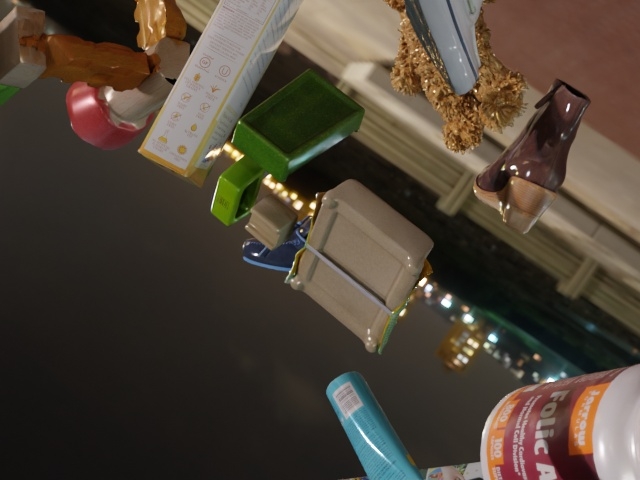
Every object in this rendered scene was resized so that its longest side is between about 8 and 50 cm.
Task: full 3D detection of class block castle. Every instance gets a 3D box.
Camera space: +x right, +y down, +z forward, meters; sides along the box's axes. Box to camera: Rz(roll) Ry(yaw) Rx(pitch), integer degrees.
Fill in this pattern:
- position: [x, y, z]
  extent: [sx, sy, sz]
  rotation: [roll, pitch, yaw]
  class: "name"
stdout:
- position: [-0.355, -0.257, 0.902]
  extent: [0.453, 0.303, 0.213]
  rotation: [2, 166, -41]
  class: "block castle"

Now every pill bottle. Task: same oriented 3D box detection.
- position: [0.404, 0.283, 1.305]
  extent: [0.224, 0.224, 0.392]
  rotation: [34, 155, -11]
  class: "pill bottle"

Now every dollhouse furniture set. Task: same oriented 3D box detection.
- position: [0.030, -0.036, 1.256]
  extent: [0.301, 0.151, 0.197]
  rotation: [40, 141, 15]
  class: "dollhouse furniture set"

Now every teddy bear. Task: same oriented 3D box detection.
- position: [0.174, -0.287, 1.385]
  extent: [0.113, 0.338, 0.245]
  rotation: [-15, -174, -27]
  class: "teddy bear"

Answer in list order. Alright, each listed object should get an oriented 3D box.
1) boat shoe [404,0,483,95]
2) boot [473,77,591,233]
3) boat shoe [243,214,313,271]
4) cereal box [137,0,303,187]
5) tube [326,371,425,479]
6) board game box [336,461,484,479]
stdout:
- position: [0.108, -0.211, 0.802]
  extent: [0.083, 0.076, 0.226]
  rotation: [63, -176, 38]
  class: "boat shoe"
- position: [0.309, -0.132, 1.410]
  extent: [0.090, 0.207, 0.248]
  rotation: [21, -165, -8]
  class: "boot"
- position: [0.000, 0.000, 1.544]
  extent: [0.258, 0.089, 0.109]
  rotation: [1, -169, 19]
  class: "boat shoe"
- position: [-0.065, -0.161, 0.807]
  extent: [0.047, 0.240, 0.173]
  rotation: [28, 178, -2]
  class: "cereal box"
- position: [0.071, 0.255, 1.204]
  extent: [0.052, 0.080, 0.207]
  rotation: [3, -139, -34]
  class: "tube"
- position: [0.158, 0.498, 1.609]
  extent: [0.224, 0.303, 0.097]
  rotation: [-87, -19, -46]
  class: "board game box"
